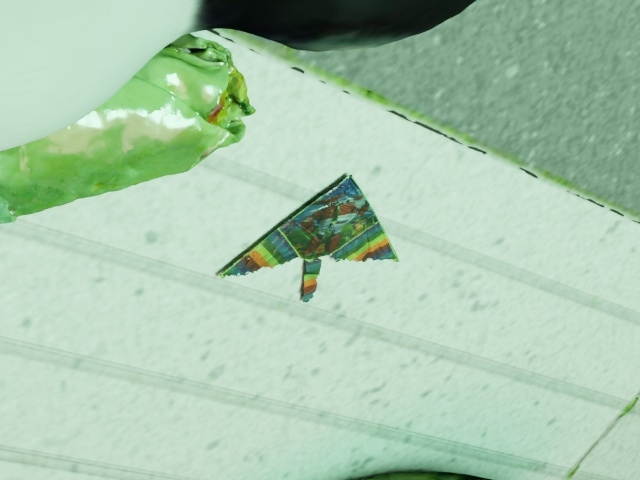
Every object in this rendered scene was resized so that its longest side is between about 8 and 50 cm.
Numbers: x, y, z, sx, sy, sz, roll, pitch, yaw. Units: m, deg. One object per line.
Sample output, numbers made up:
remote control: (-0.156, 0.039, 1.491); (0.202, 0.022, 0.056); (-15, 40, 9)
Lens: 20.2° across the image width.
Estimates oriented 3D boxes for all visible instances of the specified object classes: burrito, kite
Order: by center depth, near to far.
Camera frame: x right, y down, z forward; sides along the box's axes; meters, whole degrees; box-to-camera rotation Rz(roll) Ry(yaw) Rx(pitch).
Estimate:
burrito: (-0.155, -0.047, 0.767); (0.288, 0.054, 0.104); (-16, 135, -25)
kite: (0.000, 0.000, 0.978); (0.122, 0.004, 0.090); (-9, 134, -33)

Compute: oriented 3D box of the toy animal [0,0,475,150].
toy animal: (-0.075, -0.154, 0.588); (0.310, 0.251, 0.251); (-27, 141, -26)

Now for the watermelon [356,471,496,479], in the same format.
watermelon: (0.089, 0.248, 1.149); (0.310, 0.193, 0.231); (-6, 131, -35)
